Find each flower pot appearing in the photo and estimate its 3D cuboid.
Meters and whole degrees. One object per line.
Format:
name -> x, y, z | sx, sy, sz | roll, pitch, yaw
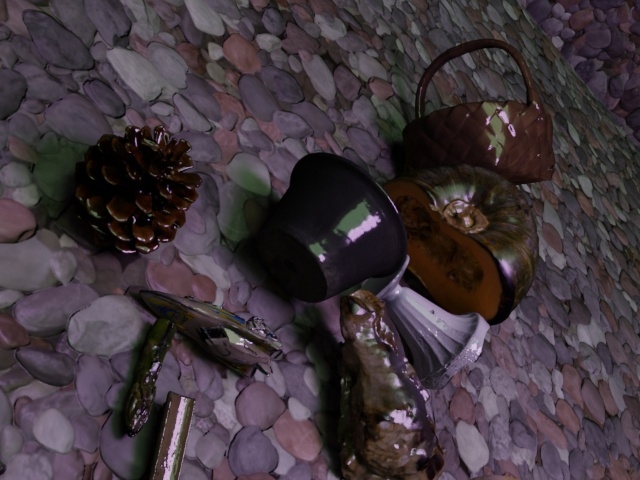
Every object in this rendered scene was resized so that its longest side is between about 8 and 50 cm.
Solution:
flower pot -> 0.000, 0.000, 1.169 | 0.148, 0.235, 0.235 | -43, 99, -32

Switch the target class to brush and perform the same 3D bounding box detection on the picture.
brush -> -0.189, 0.298, 0.882 | 0.043, 0.036, 0.247 | 26, 55, -29

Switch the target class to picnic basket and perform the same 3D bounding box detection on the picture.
picnic basket -> 0.324, -0.268, 1.605 | 0.337, 0.293, 0.337 | 15, 70, -48

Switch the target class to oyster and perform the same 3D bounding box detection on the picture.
oyster -> 0.098, 0.238, 1.161 | 0.198, 0.133, 0.336 | -1, 71, -56

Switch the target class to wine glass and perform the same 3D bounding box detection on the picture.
wine glass -> 0.164, 0.134, 1.285 | 0.196, 0.165, 0.165 | 44, 40, -10

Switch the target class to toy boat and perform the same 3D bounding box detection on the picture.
toy boat -> -0.149, 0.115, 1.022 | 0.210, 0.084, 0.066 | 30, 41, -18

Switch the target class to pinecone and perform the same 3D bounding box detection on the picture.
pinecone -> -0.229, -0.074, 0.980 | 0.163, 0.165, 0.162 | 24, 49, -30

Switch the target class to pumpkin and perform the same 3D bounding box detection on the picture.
pumpkin -> 0.273, -0.003, 1.422 | 0.232, 0.242, 0.325 | -24, 67, -38

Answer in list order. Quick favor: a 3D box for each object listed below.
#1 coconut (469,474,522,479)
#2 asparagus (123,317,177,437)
coconut -> 0.270, 0.466, 1.129 | 0.241, 0.241, 0.241 | 27, 47, -34
asparagus -> -0.213, 0.169, 0.943 | 0.036, 0.030, 0.165 | 43, 39, -35
